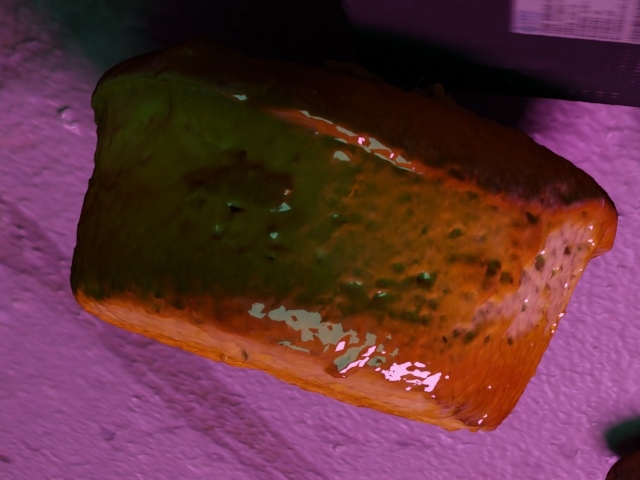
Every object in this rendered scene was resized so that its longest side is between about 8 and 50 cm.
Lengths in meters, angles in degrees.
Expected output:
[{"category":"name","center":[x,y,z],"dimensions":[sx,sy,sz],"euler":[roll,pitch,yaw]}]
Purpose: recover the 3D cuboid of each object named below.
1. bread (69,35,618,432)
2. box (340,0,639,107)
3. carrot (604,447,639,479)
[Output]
[{"category":"bread","center":[0.000,0.000,0.938],"dimensions":[0.268,0.145,0.268],"euler":[17,171,3]},{"category":"box","center":[0.109,-0.111,0.754],"dimensions":[0.211,0.058,0.350],"euler":[4,172,7]},{"category":"carrot","center":[0.271,0.120,1.129],"dimensions":[0.248,0.059,0.059],"euler":[-22,130,30]}]
